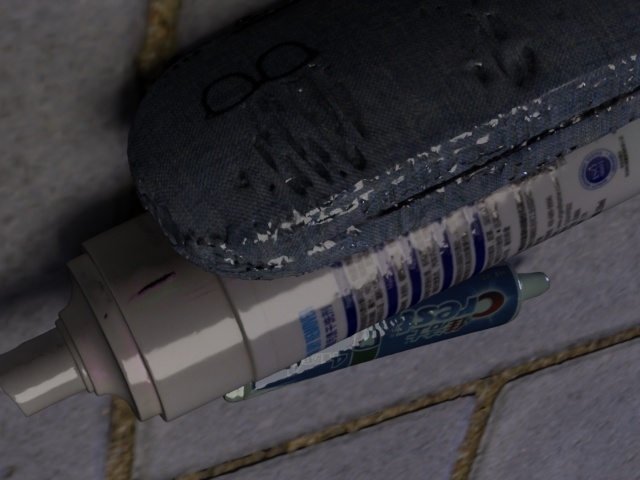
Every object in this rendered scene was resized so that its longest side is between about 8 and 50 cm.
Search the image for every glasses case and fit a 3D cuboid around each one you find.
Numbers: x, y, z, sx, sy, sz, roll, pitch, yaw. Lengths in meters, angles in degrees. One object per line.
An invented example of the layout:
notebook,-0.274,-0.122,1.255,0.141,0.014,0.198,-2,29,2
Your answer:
glasses case,0.057,-0.072,0.620,0.282,0.109,0.067,-27,144,-10

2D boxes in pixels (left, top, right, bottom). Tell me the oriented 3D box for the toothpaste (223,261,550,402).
toothpaste,0.038,0.041,0.798,0.197,0.035,0.057,-12,122,-26

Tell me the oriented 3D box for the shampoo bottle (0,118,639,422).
shampoo bottle,0.000,0.000,0.673,0.303,0.092,0.092,-26,143,-12
